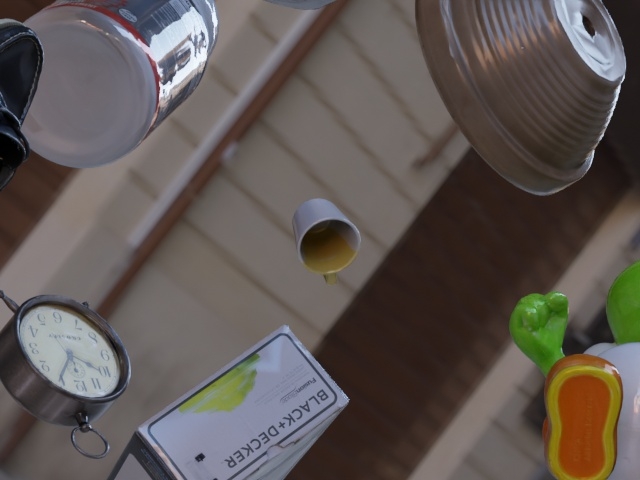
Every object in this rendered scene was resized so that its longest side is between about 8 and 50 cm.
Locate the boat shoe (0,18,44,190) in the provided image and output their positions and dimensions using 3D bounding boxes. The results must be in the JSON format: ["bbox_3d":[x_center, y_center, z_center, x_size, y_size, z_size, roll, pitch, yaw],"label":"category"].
[{"bbox_3d":[-0.363,-0.091,2.019,0.113,0.340,0.127,9,-38,33],"label":"boat shoe"}]

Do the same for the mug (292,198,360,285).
[{"bbox_3d":[-0.002,-0.003,1.874,0.062,0.078,0.064,15,24,-23],"label":"mug"}]

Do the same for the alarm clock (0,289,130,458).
[{"bbox_3d":[-0.246,0.134,1.867,0.129,0.064,0.192,11,41,-41],"label":"alarm clock"}]

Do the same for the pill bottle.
[{"bbox_3d":[-0.266,-0.245,2.551,0.210,0.210,0.363,38,24,-2],"label":"pill bottle"}]

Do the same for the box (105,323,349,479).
[{"bbox_3d":[-0.099,0.197,1.682,0.087,0.169,0.290,51,-27,9],"label":"box"}]

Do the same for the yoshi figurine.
[{"bbox_3d":[0.277,0.098,1.628,0.204,0.203,0.362,56,11,1],"label":"yoshi figurine"}]

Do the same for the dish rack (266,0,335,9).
[{"bbox_3d":[-0.075,-0.271,1.420,0.285,0.072,0.333,22,-10,-18],"label":"dish rack"}]

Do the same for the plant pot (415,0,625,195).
[{"bbox_3d":[0.200,-0.169,1.755,0.237,0.109,0.237,36,40,-37],"label":"plant pot"}]
